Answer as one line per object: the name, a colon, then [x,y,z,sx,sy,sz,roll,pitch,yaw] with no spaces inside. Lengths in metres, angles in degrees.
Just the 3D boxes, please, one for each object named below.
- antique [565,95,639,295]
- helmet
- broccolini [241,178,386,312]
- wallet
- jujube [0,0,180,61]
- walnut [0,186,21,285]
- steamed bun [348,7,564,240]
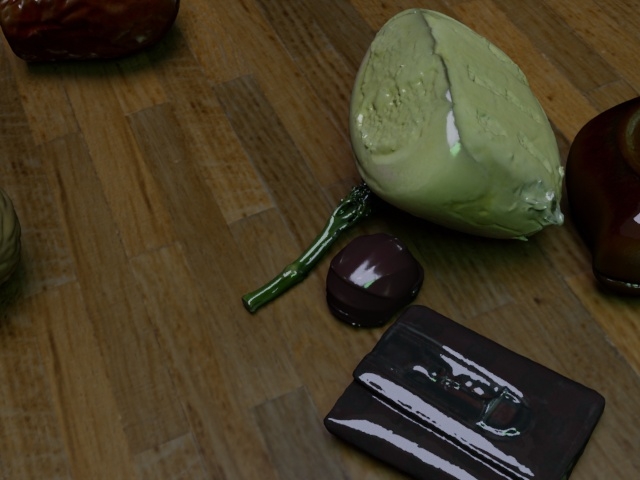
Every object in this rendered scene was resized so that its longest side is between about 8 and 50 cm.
antique: [0.382,-0.063,0.997,0.224,0.129,0.278,20,53,22]
helmet: [0.058,0.032,0.990,0.098,0.070,0.123,30,60,27]
broccolini: [0.000,0.000,1.047,0.054,0.051,0.239,38,70,24]
wallet: [0.144,0.168,0.884,0.229,0.049,0.182,26,55,23]
jujube: [-0.328,-0.340,1.275,0.255,0.190,0.190,-16,50,1]
walnut: [-0.459,-0.013,0.998,0.261,0.225,0.225,29,59,28]
steamed bun: [0.148,-0.112,1.023,0.166,0.232,0.273,-36,50,35]
